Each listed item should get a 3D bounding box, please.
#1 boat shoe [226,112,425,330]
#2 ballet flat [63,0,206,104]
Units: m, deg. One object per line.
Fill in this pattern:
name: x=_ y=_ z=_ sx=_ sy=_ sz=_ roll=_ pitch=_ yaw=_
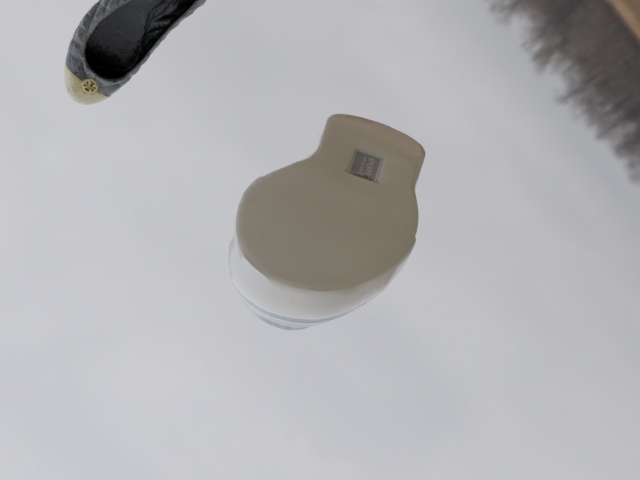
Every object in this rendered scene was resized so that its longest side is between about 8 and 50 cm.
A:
boat shoe: x=0.000 y=0.000 z=0.465 sx=0.066 sy=0.063 sz=0.184 roll=19 pitch=-156 yaw=-1
ballet flat: x=-0.138 y=-0.158 z=0.844 sx=0.057 sy=0.173 sz=0.049 roll=28 pitch=-144 yaw=-29
